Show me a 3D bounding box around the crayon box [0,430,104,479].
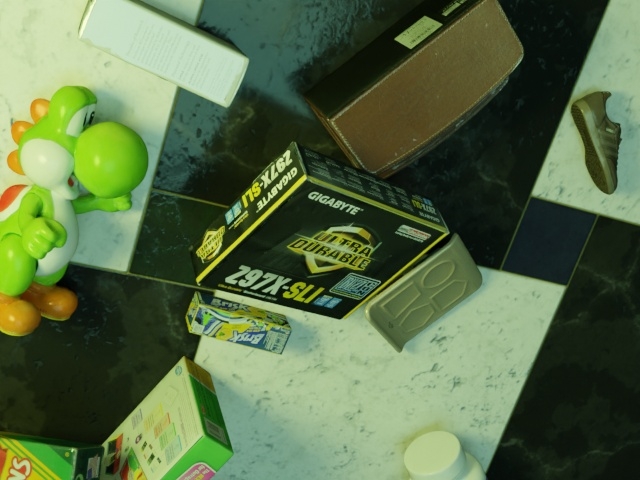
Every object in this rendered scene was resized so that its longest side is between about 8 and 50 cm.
[{"bbox_3d":[-0.499,0.401,1.353,0.318,0.081,0.202,1,82,21],"label":"crayon box"}]

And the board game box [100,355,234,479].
[{"bbox_3d":[-0.289,0.373,1.436,0.064,0.242,0.316,40,98,-27],"label":"board game box"}]

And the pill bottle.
[{"bbox_3d":[0.258,0.500,1.682,0.152,0.152,0.272,-26,116,-4],"label":"pill bottle"}]

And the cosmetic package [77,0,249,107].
[{"bbox_3d":[-0.226,-0.281,1.259,0.231,0.117,0.086,21,103,-20],"label":"cosmetic package"}]

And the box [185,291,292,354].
[{"bbox_3d":[-0.138,0.140,1.482,0.168,0.059,0.054,18,105,-21],"label":"box"}]

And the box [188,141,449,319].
[{"bbox_3d":[0.000,0.000,1.350,0.322,0.079,0.257,18,132,-43],"label":"box"}]

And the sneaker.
[{"bbox_3d":[0.497,-0.169,1.525,0.071,0.066,0.188,-27,116,-4],"label":"sneaker"}]

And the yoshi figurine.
[{"bbox_3d":[-0.364,-0.038,1.291,0.203,0.203,0.362,10,107,-35],"label":"yoshi figurine"}]

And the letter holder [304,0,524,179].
[{"bbox_3d":[0.166,-0.220,1.371,0.302,0.152,0.214,-37,117,2],"label":"letter holder"}]

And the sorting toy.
[{"bbox_3d":[0.179,0.091,1.526,0.208,0.038,0.193,-41,145,1],"label":"sorting toy"}]
